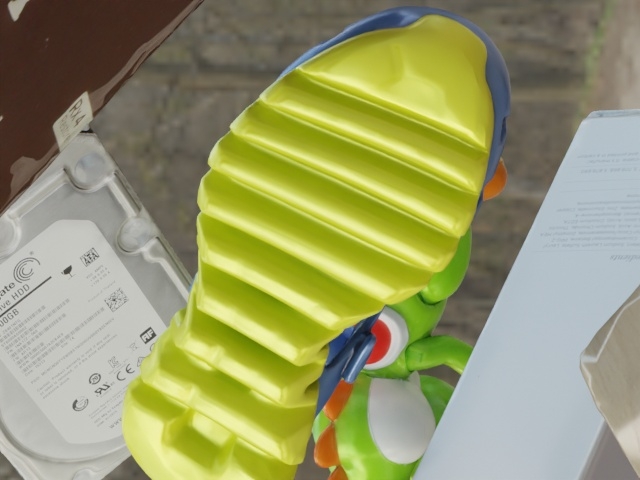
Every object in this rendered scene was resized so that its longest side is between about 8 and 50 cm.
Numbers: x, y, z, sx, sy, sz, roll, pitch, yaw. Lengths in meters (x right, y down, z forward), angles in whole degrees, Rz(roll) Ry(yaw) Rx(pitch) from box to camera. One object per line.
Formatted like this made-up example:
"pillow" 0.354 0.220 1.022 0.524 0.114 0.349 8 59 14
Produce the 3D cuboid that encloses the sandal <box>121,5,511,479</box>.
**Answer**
"sandal" 0.000 0.000 0.942 0.317 0.126 0.138 -56 -3 39

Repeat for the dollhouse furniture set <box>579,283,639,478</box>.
"dollhouse furniture set" 0.279 0.131 0.550 0.394 0.362 0.256 -54 22 15

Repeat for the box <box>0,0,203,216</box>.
"box" -0.141 -0.132 0.784 0.381 0.143 0.191 -50 -10 -13

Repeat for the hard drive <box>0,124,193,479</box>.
"hard drive" -0.232 0.066 1.646 0.064 0.237 0.339 40 165 47

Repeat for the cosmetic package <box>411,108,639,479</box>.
"cosmetic package" 0.238 0.108 1.403 0.217 0.156 0.385 53 -125 -33

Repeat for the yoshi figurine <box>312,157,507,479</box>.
"yoshi figurine" 0.079 0.089 1.700 0.203 0.203 0.362 -143 58 -74
